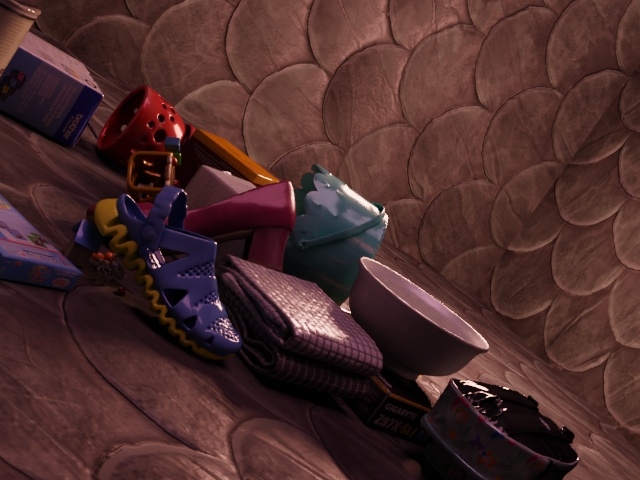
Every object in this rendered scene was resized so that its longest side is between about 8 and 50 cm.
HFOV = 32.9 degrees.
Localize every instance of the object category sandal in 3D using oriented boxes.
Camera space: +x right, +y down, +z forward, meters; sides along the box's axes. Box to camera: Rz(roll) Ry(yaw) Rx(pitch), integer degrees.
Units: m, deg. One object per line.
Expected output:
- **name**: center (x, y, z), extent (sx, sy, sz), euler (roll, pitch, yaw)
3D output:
- **sandal**: center (-0.214, 0.041, 1.669), extent (0.317, 0.138, 0.126), euler (55, 8, 0)

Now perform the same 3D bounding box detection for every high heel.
- **high heel**: center (-0.229, -0.060, 1.963), extent (0.377, 0.181, 0.127), euler (15, -19, -23)

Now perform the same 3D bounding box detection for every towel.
- **towel**: center (-0.057, 0.154, 1.862), extent (0.235, 0.121, 0.284), euler (21, 14, -41)

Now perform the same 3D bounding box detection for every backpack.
- **backpack**: center (0.291, 0.346, 1.854), extent (0.225, 0.191, 0.253), euler (45, 10, 38)

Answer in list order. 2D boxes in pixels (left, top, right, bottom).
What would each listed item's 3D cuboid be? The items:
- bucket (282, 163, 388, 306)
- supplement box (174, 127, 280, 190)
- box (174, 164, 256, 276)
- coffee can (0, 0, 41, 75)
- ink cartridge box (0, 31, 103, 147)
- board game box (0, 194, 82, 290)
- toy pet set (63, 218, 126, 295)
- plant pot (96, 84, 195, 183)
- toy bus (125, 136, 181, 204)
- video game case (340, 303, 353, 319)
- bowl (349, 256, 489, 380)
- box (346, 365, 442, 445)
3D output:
- **bucket**: center (0.000, 0.000, 2.210), extent (0.183, 0.281, 0.281), euler (30, 9, -11)
- **supplement box**: center (-0.231, -0.109, 2.394), extent (0.191, 0.194, 0.129), euler (38, 9, 22)
- **box**: center (-0.197, -0.032, 2.139), extent (0.119, 0.182, 0.181), euler (40, 11, 27)
- **coffee can**: center (-0.622, -0.319, 1.797), extent (0.201, 0.275, 0.201), euler (34, 8, -6)
- **ink cartridge box**: center (-0.646, -0.362, 2.378), extent (0.395, 0.151, 0.270), euler (28, 11, -31)
- **board game box**: center (-0.456, -0.012, 1.520), extent (0.211, 0.039, 0.160), euler (40, 10, 28)
- **toy pet set**: center (-0.342, 0.017, 1.705), extent (0.114, 0.065, 0.122), euler (31, 9, -24)
- **plant pot**: center (-0.399, -0.238, 2.524), extent (0.174, 0.191, 0.191), euler (38, 6, -25)
- **toy bus**: center (-0.344, -0.101, 2.206), extent (0.104, 0.202, 0.191), euler (3, 19, -3)
- **video game case**: center (-0.057, 0.100, 2.368), extent (0.210, 0.042, 0.232), euler (19, 17, -44)
- **bowl**: center (0.160, 0.169, 2.031), extent (0.298, 0.134, 0.298), euler (33, 8, -5)
- **box**: center (0.108, 0.258, 2.048), extent (0.257, 0.079, 0.322), euler (30, 9, -40)
